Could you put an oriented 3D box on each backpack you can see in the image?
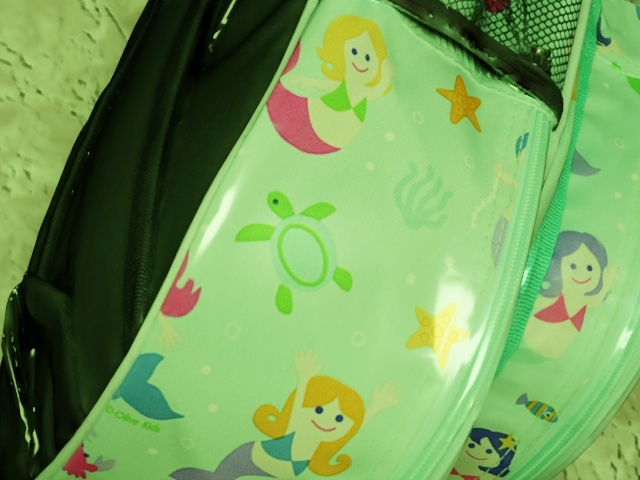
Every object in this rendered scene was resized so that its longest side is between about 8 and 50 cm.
[{"bbox_3d":[0.000,0.000,0.492,0.191,0.225,0.253,32,50,-11],"label":"backpack"}]

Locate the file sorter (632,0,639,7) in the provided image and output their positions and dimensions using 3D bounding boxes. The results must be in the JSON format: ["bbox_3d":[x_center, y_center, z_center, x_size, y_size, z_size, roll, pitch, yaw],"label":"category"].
[{"bbox_3d":[0.178,-0.245,0.686,0.173,0.278,0.192,21,58,-19],"label":"file sorter"}]
